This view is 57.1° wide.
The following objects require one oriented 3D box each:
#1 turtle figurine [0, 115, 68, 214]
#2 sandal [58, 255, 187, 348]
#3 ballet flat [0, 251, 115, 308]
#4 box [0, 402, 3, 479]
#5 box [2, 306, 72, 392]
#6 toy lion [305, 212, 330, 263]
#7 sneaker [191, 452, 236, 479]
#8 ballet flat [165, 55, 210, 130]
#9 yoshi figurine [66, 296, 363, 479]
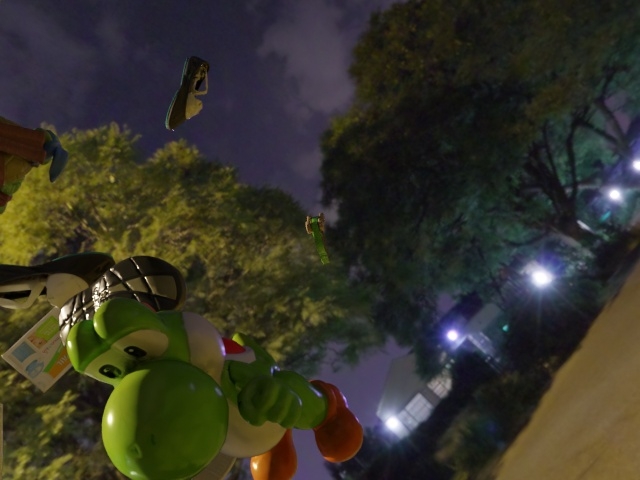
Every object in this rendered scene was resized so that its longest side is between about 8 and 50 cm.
[{"bbox_3d":[-0.527,-0.116,0.816,0.266,0.274,0.198,-26,-36,-54],"label":"turtle figurine"},{"bbox_3d":[-0.335,0.109,1.008,0.302,0.120,0.086,-21,-21,31],"label":"sandal"},{"bbox_3d":[-0.546,0.091,1.166,0.280,0.096,0.095,-8,-36,3],"label":"ballet flat"},{"bbox_3d":[-0.479,0.284,0.670,0.181,0.119,0.181,5,-99,-55],"label":"box"},{"bbox_3d":[-0.546,0.206,1.245,0.203,0.114,0.103,-50,10,-25],"label":"box"},{"bbox_3d":[0.000,0.000,1.119,0.034,0.096,0.100,-13,11,4],"label":"toy lion"},{"bbox_3d":[-0.198,0.342,1.104,0.151,0.094,0.256,118,160,-52],"label":"sneaker"},{"bbox_3d":[-0.311,-0.352,1.411,0.074,0.074,0.203,65,-144,-67],"label":"ballet flat"},{"bbox_3d":[-0.103,0.193,0.614,0.362,0.202,0.204,42,-112,-45],"label":"yoshi figurine"}]
